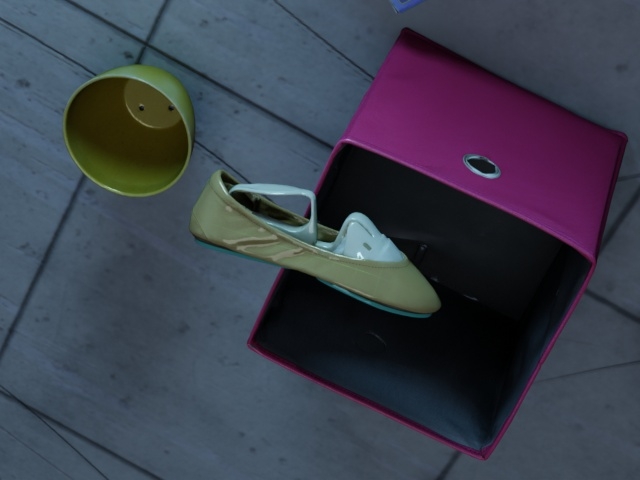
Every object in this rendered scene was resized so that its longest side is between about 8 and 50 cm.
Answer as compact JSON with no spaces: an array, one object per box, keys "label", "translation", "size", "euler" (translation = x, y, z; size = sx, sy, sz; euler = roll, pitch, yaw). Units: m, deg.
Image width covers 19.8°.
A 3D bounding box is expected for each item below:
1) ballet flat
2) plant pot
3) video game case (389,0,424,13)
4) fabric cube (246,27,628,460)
[{"label":"ballet flat","translation":[0.000,0.000,1.581],"size":[0.232,0.080,0.073],"euler":[18,107,4]},{"label":"plant pot","translation":[-0.181,-0.124,1.851],"size":[0.134,0.095,0.134],"euler":[7,120,12]},{"label":"video game case","translation":[0.122,-0.370,1.645],"size":[0.269,0.061,0.244],"euler":[-25,108,27]},{"label":"fabric cube","translation":[0.116,-0.002,1.741],"size":[0.254,0.258,0.259],"euler":[26,123,2]}]
